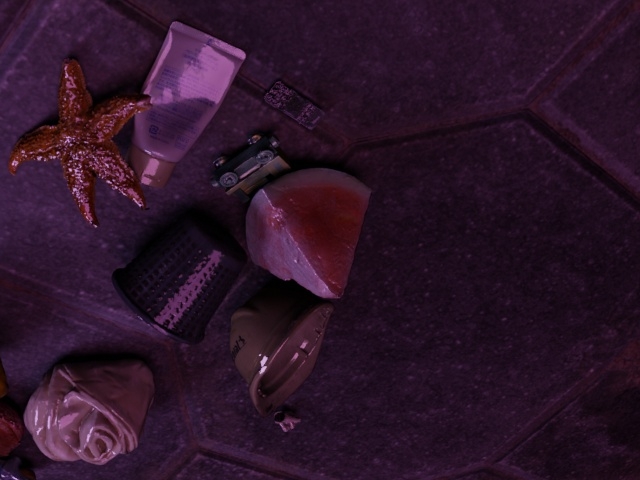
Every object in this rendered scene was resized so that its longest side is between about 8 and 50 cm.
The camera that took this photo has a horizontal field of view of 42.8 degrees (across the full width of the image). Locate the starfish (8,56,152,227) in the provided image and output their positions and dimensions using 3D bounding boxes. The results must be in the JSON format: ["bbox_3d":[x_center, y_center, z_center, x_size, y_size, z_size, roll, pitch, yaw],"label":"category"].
[{"bbox_3d":[-0.326,-0.128,1.112,0.241,0.043,0.227,-15,103,18],"label":"starfish"}]

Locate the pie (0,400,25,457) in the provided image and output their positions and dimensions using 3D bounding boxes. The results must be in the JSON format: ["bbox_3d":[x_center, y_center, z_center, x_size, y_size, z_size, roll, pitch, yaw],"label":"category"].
[{"bbox_3d":[-0.609,0.331,1.424,0.183,0.049,0.182,-9,138,-9],"label":"pie"}]

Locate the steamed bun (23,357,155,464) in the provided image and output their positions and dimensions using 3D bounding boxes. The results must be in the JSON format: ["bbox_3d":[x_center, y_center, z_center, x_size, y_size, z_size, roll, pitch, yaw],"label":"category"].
[{"bbox_3d":[-0.398,0.316,1.419,0.218,0.144,0.211,6,127,-23],"label":"steamed bun"}]

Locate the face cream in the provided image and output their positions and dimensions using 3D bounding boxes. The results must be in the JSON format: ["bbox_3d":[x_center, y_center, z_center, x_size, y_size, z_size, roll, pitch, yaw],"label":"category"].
[{"bbox_3d":[-0.200,-0.185,1.139,0.114,0.070,0.224,18,108,-32],"label":"face cream"}]

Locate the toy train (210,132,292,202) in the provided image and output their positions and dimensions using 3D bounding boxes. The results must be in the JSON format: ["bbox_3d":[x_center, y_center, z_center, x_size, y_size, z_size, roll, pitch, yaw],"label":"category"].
[{"bbox_3d":[-0.104,-0.111,1.231,0.122,0.050,0.081,-34,142,12],"label":"toy train"}]

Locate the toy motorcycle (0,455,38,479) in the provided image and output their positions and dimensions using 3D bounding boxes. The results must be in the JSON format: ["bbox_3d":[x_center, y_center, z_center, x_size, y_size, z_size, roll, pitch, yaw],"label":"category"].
[{"bbox_3d":[-0.613,0.406,1.387,0.263,0.091,0.157,32,117,-28],"label":"toy motorcycle"}]

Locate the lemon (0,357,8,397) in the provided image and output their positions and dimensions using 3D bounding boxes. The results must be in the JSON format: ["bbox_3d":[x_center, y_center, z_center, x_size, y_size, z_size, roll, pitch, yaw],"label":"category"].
[{"bbox_3d":[-0.588,0.204,1.246,0.193,0.180,0.180,-12,135,-37],"label":"lemon"}]

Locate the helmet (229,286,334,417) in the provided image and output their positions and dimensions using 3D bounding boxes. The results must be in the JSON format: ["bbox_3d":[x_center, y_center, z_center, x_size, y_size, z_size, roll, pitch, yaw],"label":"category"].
[{"bbox_3d":[-0.090,0.167,1.407,0.204,0.137,0.257,-38,155,-40],"label":"helmet"}]

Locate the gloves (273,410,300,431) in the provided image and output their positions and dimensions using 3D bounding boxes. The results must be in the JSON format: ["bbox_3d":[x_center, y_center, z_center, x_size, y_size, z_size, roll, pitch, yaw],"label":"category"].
[{"bbox_3d":[-0.068,0.356,1.632,0.044,0.037,0.081,-4,146,19],"label":"gloves"}]

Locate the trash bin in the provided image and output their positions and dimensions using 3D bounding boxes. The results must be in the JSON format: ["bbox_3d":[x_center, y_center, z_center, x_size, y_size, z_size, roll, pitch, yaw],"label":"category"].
[{"bbox_3d":[-0.202,0.048,1.264,0.161,0.175,0.175,-48,128,7],"label":"trash bin"}]

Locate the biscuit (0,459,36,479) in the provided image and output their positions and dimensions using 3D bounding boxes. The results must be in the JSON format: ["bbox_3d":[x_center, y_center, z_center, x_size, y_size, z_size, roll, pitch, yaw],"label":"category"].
[{"bbox_3d":[-0.639,0.458,1.512,0.205,0.031,0.138,-17,148,7],"label":"biscuit"}]

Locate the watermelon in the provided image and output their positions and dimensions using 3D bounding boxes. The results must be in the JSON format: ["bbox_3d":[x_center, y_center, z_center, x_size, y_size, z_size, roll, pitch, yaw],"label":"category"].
[{"bbox_3d":[-0.008,-0.014,1.285,0.207,0.136,0.202,-16,96,-12],"label":"watermelon"}]

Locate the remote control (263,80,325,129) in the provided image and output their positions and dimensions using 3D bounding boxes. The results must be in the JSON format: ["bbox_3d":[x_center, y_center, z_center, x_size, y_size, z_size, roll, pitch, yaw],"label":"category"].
[{"bbox_3d":[-0.039,-0.199,1.200,0.096,0.014,0.039,29,115,-33],"label":"remote control"}]
